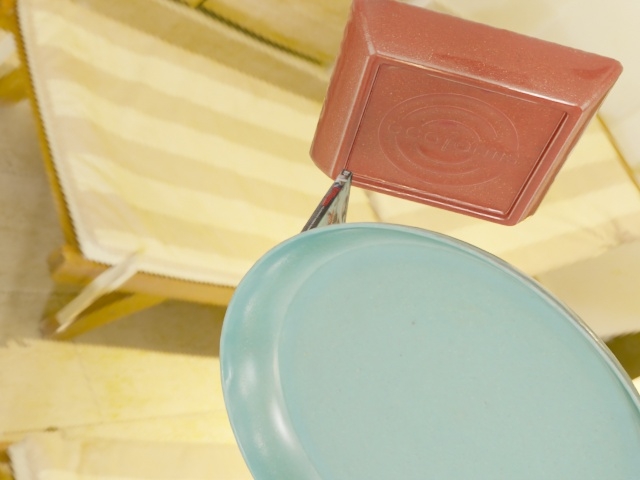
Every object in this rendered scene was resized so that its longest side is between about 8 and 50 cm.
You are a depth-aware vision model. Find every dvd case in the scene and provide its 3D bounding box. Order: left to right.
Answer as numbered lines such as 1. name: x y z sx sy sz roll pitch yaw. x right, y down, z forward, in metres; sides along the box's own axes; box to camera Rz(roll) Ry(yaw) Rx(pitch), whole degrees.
1. dvd case: 0.000 0.000 1.022 0.013 0.087 0.119 18 41 12

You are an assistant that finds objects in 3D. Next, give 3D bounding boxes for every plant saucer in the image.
1. plant saucer: 0.073 0.126 0.694 0.317 0.318 0.044 54 44 -1
2. plant saucer: 0.129 -0.109 1.096 0.259 0.259 0.047 14 55 -3
